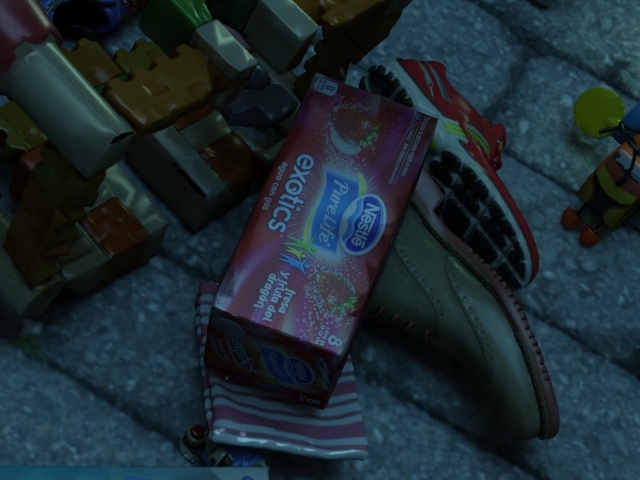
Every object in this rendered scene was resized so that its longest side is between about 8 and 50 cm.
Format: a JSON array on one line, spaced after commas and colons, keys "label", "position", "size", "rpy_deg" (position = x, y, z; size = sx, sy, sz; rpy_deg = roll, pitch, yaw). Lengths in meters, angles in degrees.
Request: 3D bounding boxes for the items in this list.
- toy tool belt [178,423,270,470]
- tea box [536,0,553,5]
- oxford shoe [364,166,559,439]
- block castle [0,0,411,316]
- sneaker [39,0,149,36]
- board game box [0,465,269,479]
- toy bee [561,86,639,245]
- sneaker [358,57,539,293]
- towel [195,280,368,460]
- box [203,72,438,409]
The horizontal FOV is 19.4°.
[{"label": "toy tool belt", "position": [-0.081, 0.183, 1.639], "size": [0.083, 0.051, 0.052], "rpy_deg": [41, 54, 10]}, {"label": "tea box", "position": [0.288, -0.498, 2.048], "size": [0.220, 0.329, 0.323], "rpy_deg": [34, 54, 5]}, {"label": "oxford shoe", "position": [0.096, 0.060, 1.759], "size": [0.130, 0.123, 0.348], "rpy_deg": [-27, 63, -16]}, {"label": "block castle", "position": [-0.151, -0.155, 1.671], "size": [0.213, 0.303, 0.453], "rpy_deg": [47, 50, 12]}, {"label": "sneaker", "position": [-0.207, -0.243, 1.859], "size": [0.221, 0.083, 0.087], "rpy_deg": [-18, 58, -19]}, {"label": "board game box", "position": [-0.197, 0.309, 1.498], "size": [0.336, 0.079, 0.253], "rpy_deg": [3, 57, -18]}, {"label": "toy bee", "position": [0.316, -0.077, 1.912], "size": [0.298, 0.162, 0.195], "rpy_deg": [6, 43, -46]}, {"label": "sneaker", "position": [0.150, -0.077, 1.866], "size": [0.118, 0.107, 0.279], "rpy_deg": [-16, 66, -38]}, {"label": "towel", "position": [-0.037, 0.115, 1.686], "size": [0.144, 0.029, 0.197], "rpy_deg": [7, 40, -15]}, {"label": "box", "position": [0.000, 0.000, 1.647], "size": [0.123, 0.128, 0.257], "rpy_deg": [21, 62, 3]}]
